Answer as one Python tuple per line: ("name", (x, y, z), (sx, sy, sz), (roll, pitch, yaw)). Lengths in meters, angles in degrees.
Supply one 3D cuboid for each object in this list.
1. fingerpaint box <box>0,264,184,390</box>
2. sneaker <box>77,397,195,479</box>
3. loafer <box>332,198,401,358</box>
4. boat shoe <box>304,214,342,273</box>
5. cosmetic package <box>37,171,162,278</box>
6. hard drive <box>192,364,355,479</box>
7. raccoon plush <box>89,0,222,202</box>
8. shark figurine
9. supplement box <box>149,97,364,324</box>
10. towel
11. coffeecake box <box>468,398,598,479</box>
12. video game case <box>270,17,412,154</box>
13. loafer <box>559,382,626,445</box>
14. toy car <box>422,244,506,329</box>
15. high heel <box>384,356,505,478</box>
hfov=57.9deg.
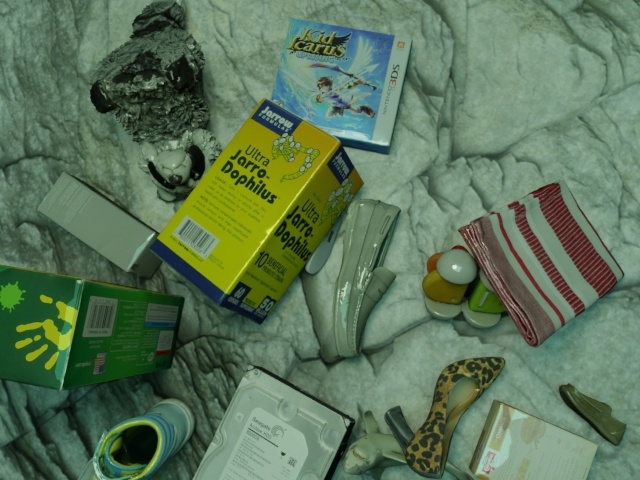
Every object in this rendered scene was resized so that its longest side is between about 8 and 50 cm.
("fingerpaint box", (-0.491, 0.135, 0.998), (0.370, 0.445, 0.163), (9, 82, 5))
("sneaker", (-0.385, 0.429, 1.061), (0.127, 0.208, 0.319), (40, 87, 9))
("loafer", (0.092, 0.073, 1.134), (0.111, 0.112, 0.320), (6, 80, 14))
("boat shoe", (0.000, 0.000, 1.190), (0.040, 0.049, 0.142), (21, 82, 38))
("cosmetic package", (-0.434, -0.027, 1.183), (0.237, 0.127, 0.107), (30, 83, 7))
("hard drive", (-0.107, 0.437, 1.084), (0.236, 0.064, 0.339), (24, 82, 23))
("raccoon plush", (-0.280, -0.297, 1.228), (0.216, 0.299, 0.447), (-2, 48, 19))
("shark figurine", (0.155, 0.428, 1.094), (0.278, 0.166, 0.116), (17, 108, -10))
("supplement box", (-0.111, -0.050, 1.106), (0.195, 0.194, 0.357), (34, 85, 25))
("towel", (0.422, 0.025, 1.066), (0.328, 0.037, 0.237), (-22, 78, -35))
("coffeecake box", (0.392, 0.403, 1.077), (0.185, 0.068, 0.142), (23, 83, 8))
("video game case", (0.040, -0.330, 1.231), (0.269, 0.061, 0.245), (12, 81, 6))
("loafer", (0.514, 0.319, 1.092), (0.148, 0.056, 0.050), (45, 86, 0))
("toy car", (0.289, 0.074, 1.116), (0.181, 0.159, 0.136), (13, 44, 3))
("high heel", (0.257, 0.315, 1.037), (0.261, 0.186, 0.093), (-30, 113, -4))
